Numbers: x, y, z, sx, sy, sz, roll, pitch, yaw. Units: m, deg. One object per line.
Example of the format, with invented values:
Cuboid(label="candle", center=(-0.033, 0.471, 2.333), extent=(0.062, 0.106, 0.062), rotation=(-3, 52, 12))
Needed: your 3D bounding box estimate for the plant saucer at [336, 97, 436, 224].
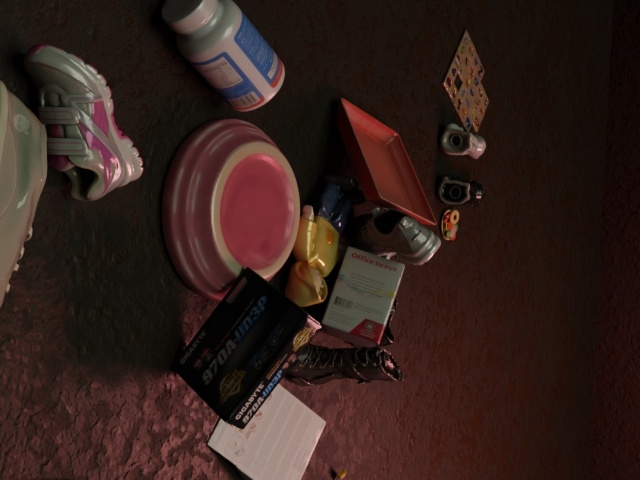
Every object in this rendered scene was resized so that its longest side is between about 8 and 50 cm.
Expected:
Cuboid(label="plant saucer", center=(0.134, -0.158, 1.887), extent=(0.258, 0.047, 0.259), rotation=(20, 43, -54))

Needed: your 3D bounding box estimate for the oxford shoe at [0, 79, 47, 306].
Cuboid(label="oxford shoe", center=(-0.433, 0.015, 1.091), extent=(0.130, 0.169, 0.450), rotation=(26, 67, -54))

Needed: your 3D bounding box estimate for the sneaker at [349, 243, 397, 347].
Cuboid(label="sneaker", center=(0.126, 0.109, 1.939), extent=(0.101, 0.106, 0.268), rotation=(2, 90, -54))

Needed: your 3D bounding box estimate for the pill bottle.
Cuboid(label="pill bottle", center=(-0.165, -0.330, 1.466), extent=(0.221, 0.124, 0.124), rotation=(47, 56, -47))

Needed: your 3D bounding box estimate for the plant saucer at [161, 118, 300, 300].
Cuboid(label="plant saucer", center=(-0.141, -0.053, 1.562), extent=(0.332, 0.084, 0.333), rotation=(-7, 99, -55))

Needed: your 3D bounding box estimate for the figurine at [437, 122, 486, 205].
Cuboid(label="figurine", center=(0.389, -0.196, 2.313), extent=(0.209, 0.092, 0.215), rotation=(0, 93, -63))

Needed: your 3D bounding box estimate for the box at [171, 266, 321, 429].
Cuboid(label="box", center=(-0.127, 0.178, 1.461), extent=(0.220, 0.175, 0.051), rotation=(-52, 140, -3))

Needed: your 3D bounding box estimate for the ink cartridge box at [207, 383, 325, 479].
Cuboid(label="ink cartridge box", center=(-0.110, 0.375, 1.694), extent=(0.232, 0.066, 0.189), rotation=(42, 58, -24))

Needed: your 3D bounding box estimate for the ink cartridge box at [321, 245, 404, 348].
Cuboid(label="ink cartridge box", center=(0.089, 0.123, 1.819), extent=(0.127, 0.128, 0.176), rotation=(82, 28, -75))

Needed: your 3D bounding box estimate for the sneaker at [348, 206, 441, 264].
Cuboid(label="sneaker", center=(0.138, -0.033, 1.810), extent=(0.105, 0.281, 0.115), rotation=(-49, 116, -17))

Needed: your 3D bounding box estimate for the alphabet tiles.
Cuboid(label="alphabet tiles", center=(0.405, -0.419, 2.368), extent=(0.237, 0.009, 0.198), rotation=(54, 51, -43))

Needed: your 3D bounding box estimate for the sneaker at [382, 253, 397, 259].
Cuboid(label="sneaker", center=(0.162, 0.033, 2.038), extent=(0.069, 0.038, 0.098), rotation=(44, 59, -47))

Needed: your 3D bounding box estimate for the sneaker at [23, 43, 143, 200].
Cuboid(label="sneaker", center=(-0.350, -0.158, 1.238), extent=(0.111, 0.102, 0.252), rotation=(-56, 134, -38))

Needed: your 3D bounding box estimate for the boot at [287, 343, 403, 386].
Cuboid(label="boot", center=(0.022, 0.223, 1.684), extent=(0.263, 0.228, 0.091), rotation=(38, 53, -52))

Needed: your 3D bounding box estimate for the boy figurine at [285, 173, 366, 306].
Cuboid(label="boy figurine", center=(0.000, 0.000, 1.762), extent=(0.177, 0.092, 0.285), rotation=(57, 46, -47))

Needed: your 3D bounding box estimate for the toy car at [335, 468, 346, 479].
Cuboid(label="toy car", center=(0.036, 0.567, 1.899), extent=(0.122, 0.060, 0.041), rotation=(-47, 161, -34))

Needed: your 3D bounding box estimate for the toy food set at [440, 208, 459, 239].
Cuboid(label="toy food set", center=(0.344, -0.040, 2.305), extent=(0.083, 0.020, 0.083), rotation=(-13, 104, -54))
